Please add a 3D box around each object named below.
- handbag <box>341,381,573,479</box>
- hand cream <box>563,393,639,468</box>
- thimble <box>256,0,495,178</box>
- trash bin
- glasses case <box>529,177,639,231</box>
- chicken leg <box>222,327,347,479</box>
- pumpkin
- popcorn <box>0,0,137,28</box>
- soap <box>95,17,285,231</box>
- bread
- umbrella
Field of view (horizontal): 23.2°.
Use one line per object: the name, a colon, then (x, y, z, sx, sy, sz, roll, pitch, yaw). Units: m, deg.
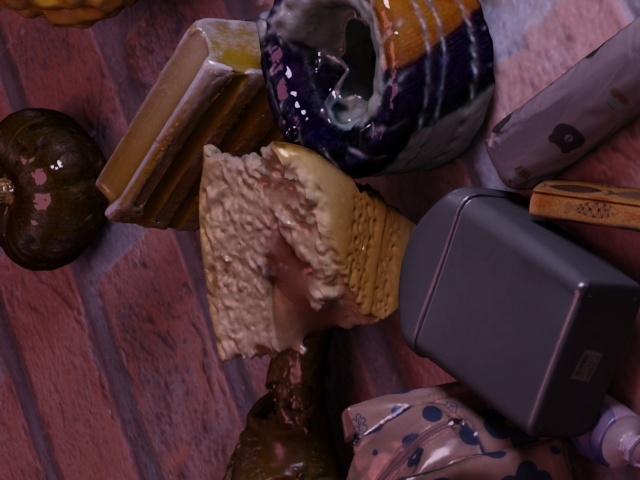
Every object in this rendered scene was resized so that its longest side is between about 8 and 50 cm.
handbag: (0.105, 0.268, 1.508, 0.190, 0.193, 0.251, 45, 130, 49)
hand cream: (0.253, 0.171, 1.452, 0.142, 0.053, 0.084, 28, 117, 55)
thimble: (0.050, -0.178, 1.559, 0.237, 0.150, 0.237, 12, 105, 50)
trash bin: (0.175, 0.059, 1.457, 0.236, 0.101, 0.176, 38, 115, 49)
glasses case: (0.271, -0.029, 1.386, 0.170, 0.064, 0.041, 11, 94, 48)
chicken leg: (-0.038, 0.205, 1.725, 0.201, 0.153, 0.429, 12, 97, 56)
pumpkin: (-0.377, -0.073, 2.064, 0.219, 0.162, 0.219, 13, 106, 52)
popcorn: (-0.315, -0.420, 1.805, 0.349, 0.382, 0.349, -25, 61, 57)
soap: (-0.120, -0.121, 1.748, 0.274, 0.173, 0.089, -52, 50, 39)
bread: (0.001, -0.012, 1.576, 0.183, 0.211, 0.224, -3, 105, 41)
umbrella: (0.271, -0.146, 1.368, 0.337, 0.067, 0.073, -38, 77, 44)
